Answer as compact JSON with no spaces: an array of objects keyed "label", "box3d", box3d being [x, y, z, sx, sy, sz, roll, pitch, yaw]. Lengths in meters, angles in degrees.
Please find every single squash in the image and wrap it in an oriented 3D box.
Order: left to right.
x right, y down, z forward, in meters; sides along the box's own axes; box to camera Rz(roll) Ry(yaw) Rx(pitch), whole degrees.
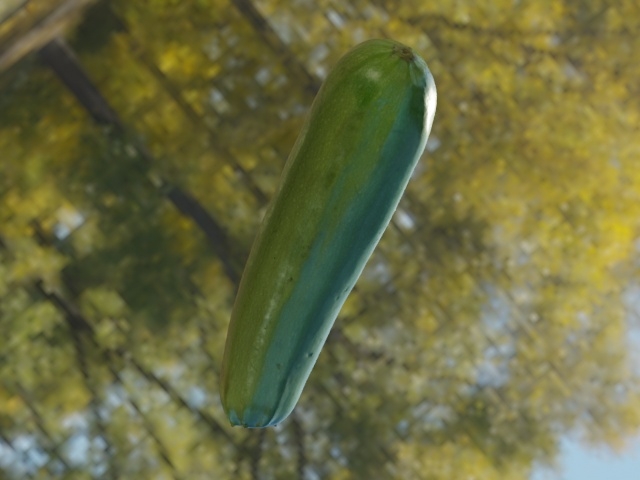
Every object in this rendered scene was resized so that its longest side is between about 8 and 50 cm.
[{"label":"squash","box3d":[-0.001,-0.001,0.377,0.027,0.027,0.089,-71,-174,-72]}]
